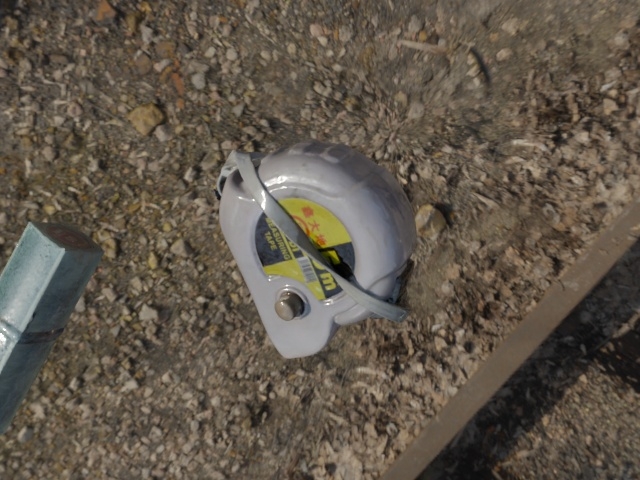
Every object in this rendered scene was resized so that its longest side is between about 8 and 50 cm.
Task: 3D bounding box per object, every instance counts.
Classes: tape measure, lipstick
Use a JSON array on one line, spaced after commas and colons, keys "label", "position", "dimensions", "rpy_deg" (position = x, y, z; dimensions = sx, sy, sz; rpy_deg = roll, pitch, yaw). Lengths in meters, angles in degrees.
[{"label": "tape measure", "position": [0.000, 0.000, 0.596], "dimensions": [0.197, 0.120, 0.236], "rpy_deg": [-14, 108, 32]}, {"label": "lipstick", "position": [-0.372, 0.115, 0.707], "dimensions": [0.078, 0.076, 0.289], "rpy_deg": [35, 98, 17]}]
